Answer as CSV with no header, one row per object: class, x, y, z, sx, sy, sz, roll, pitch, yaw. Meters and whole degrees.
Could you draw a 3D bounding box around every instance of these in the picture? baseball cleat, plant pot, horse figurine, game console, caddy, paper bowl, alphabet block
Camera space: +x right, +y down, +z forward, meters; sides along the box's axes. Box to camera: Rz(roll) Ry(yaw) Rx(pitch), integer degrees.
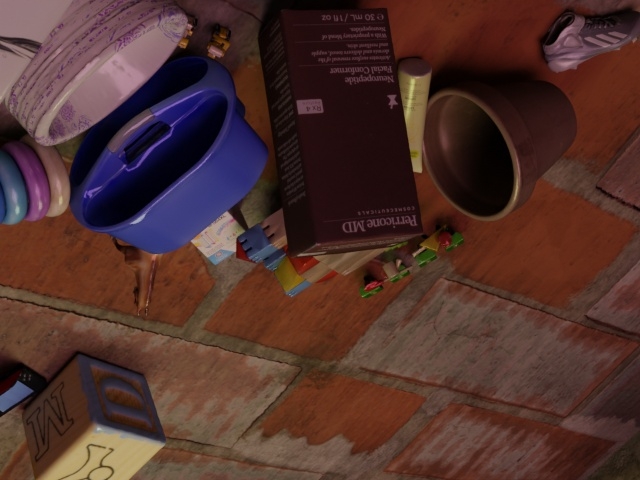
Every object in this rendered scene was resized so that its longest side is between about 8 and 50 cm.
baseball cleat,0.512,-0.393,1.836,0.205,0.072,0.109,-31,130,-2
plant pot,0.352,-0.197,1.839,0.229,0.263,0.263,-26,140,-27
horse figurine,-0.287,-0.021,1.718,0.066,0.174,0.263,19,120,-40
game console,-0.626,0.319,1.940,0.144,0.085,0.124,-33,136,7
caddy,-0.254,-0.141,1.577,0.341,0.241,0.179,-39,142,11
paper bowl,-0.340,-0.279,1.409,0.284,0.284,0.148,-43,91,16
alphabet block,-0.463,0.382,2.000,0.197,0.193,0.192,-44,135,17

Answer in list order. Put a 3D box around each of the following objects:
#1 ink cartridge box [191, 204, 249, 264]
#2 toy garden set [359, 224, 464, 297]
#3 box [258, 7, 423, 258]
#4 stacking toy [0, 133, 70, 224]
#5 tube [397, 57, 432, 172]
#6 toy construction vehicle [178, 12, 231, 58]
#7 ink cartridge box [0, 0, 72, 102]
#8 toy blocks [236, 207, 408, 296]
ink cartridge box,-0.206,-0.043,1.799,0.092,0.090,0.143,-34,137,7
toy garden set,0.181,0.038,2.047,0.244,0.049,0.204,-30,172,5
box,0.028,-0.174,1.585,0.191,0.382,0.143,-7,174,-21
stacking toy,-0.558,-0.061,1.499,0.330,0.141,0.141,-22,141,-37
tube,0.162,-0.224,1.830,0.062,0.070,0.240,-28,144,-30
toy construction vehicle,-0.186,-0.318,1.553,0.085,0.098,0.035,24,121,-21
ink cartridge box,-0.471,-0.318,1.263,0.166,0.285,0.395,24,117,-41
toy blocks,0.000,0.000,1.853,0.260,0.191,0.381,-33,163,7
